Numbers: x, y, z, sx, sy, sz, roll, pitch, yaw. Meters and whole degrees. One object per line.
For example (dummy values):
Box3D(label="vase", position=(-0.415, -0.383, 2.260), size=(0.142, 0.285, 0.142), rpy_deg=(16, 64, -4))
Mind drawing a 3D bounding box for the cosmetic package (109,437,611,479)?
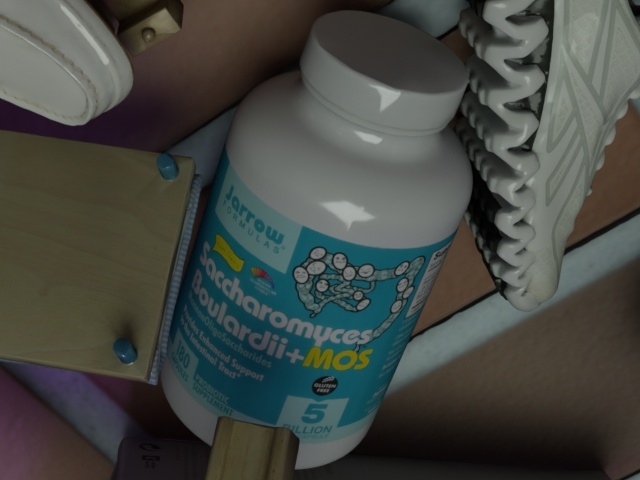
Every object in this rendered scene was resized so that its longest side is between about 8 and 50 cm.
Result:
Box3D(label="cosmetic package", position=(0.034, 0.275, 0.909), size=(0.385, 0.156, 0.217), rpy_deg=(4, 99, -5))

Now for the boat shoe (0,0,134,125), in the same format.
Box3D(label="boat shoe", position=(-0.233, -0.127, 0.656), size=(0.277, 0.096, 0.098), rpy_deg=(30, 146, -7))

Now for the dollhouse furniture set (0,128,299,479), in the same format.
Box3D(label="dollhouse furniture set", position=(-0.129, 0.081, 0.742), size=(0.286, 0.303, 0.198), rpy_deg=(7, 162, 5))

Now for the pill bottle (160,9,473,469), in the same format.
Box3D(label="pill bottle", position=(0.000, 0.000, 0.760), size=(0.146, 0.146, 0.264), rpy_deg=(12, 123, -11))

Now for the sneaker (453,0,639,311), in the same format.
Box3D(label="sneaker", position=(0.140, -0.082, 0.742), size=(0.118, 0.110, 0.292), rpy_deg=(-10, 126, -7))

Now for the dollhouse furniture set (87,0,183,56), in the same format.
Box3D(label="dollhouse furniture set", position=(-0.131, -0.150, 0.661), size=(0.151, 0.123, 0.144), rpy_deg=(-26, 122, 14))
